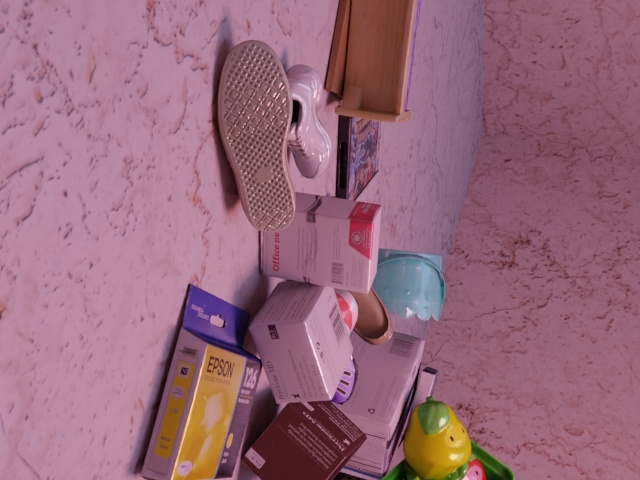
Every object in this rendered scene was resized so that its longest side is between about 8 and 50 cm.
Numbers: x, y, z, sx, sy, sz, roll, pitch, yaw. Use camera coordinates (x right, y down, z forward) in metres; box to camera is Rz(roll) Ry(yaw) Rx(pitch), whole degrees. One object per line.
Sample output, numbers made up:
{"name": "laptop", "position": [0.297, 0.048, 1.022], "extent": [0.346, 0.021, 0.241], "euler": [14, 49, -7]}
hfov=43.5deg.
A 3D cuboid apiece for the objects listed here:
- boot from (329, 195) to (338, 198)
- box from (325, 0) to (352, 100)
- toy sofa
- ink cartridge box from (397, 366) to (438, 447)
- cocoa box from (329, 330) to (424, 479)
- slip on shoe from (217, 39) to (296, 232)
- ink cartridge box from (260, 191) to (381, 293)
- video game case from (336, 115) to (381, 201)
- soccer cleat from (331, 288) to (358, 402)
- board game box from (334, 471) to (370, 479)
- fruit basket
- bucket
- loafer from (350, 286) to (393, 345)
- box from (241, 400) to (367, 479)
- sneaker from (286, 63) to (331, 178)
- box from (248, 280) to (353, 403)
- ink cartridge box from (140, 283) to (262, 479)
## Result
{"name": "boot", "position": [0.019, -0.046, 1.820], "extent": [0.208, 0.076, 0.189], "euler": [-67, 142, -52]}
{"name": "box", "position": [0.057, -0.422, 1.793], "extent": [0.164, 0.021, 0.201], "euler": [-3, 104, -73]}
{"name": "toy sofa", "position": [0.142, -0.447, 1.756], "extent": [0.177, 0.150, 0.362], "euler": [-36, 135, -64]}
{"name": "ink cartridge box", "position": [0.285, 0.479, 2.302], "extent": [0.223, 0.045, 0.224], "euler": [24, 84, -78]}
{"name": "cocoa box", "position": [0.124, 0.430, 2.197], "extent": [0.347, 0.231, 0.228], "euler": [-58, 156, -50]}
{"name": "slip on shoe", "position": [-0.104, -0.172, 1.324], "extent": [0.101, 0.123, 0.331], "euler": [-111, -169, -55]}
{"name": "ink cartridge box", "position": [0.000, 0.000, 1.547], "extent": [0.092, 0.218, 0.158], "euler": [-60, 156, -60]}
{"name": "video game case", "position": [0.101, -0.239, 2.031], "extent": [0.275, 0.035, 0.248], "euler": [-52, 149, -56]}
{"name": "soccer cleat", "position": [0.016, 0.251, 1.780], "extent": [0.116, 0.108, 0.318], "euler": [-33, 137, -40]}
{"name": "board game box", "position": [0.101, 0.810, 2.274], "extent": [0.141, 0.291, 0.232], "euler": [85, 23, -43]}
{"name": "fruit basket", "position": [0.328, 0.606, 2.110], "extent": [0.392, 0.283, 0.392], "euler": [-40, 149, -29]}
{"name": "bucket", "position": [0.214, 0.119, 2.251], "extent": [0.281, 0.281, 0.183], "euler": [10, 85, -73]}
{"name": "loafer", "position": [0.075, 0.128, 1.887], "extent": [0.102, 0.268, 0.092], "euler": [-35, 169, 7]}
{"name": "box", "position": [-0.030, 0.450, 1.738], "extent": [0.167, 0.168, 0.203], "euler": [-51, 167, 9]}
{"name": "sneaker", "position": [-0.047, -0.207, 1.516], "extent": [0.115, 0.090, 0.232], "euler": [-52, 140, -44]}
{"name": "box", "position": [-0.033, 0.192, 1.566], "extent": [0.182, 0.119, 0.181], "euler": [-58, 134, -59]}
{"name": "ink cartridge box", "position": [-0.183, 0.257, 1.387], "extent": [0.303, 0.072, 0.307], "euler": [45, 59, -70]}
